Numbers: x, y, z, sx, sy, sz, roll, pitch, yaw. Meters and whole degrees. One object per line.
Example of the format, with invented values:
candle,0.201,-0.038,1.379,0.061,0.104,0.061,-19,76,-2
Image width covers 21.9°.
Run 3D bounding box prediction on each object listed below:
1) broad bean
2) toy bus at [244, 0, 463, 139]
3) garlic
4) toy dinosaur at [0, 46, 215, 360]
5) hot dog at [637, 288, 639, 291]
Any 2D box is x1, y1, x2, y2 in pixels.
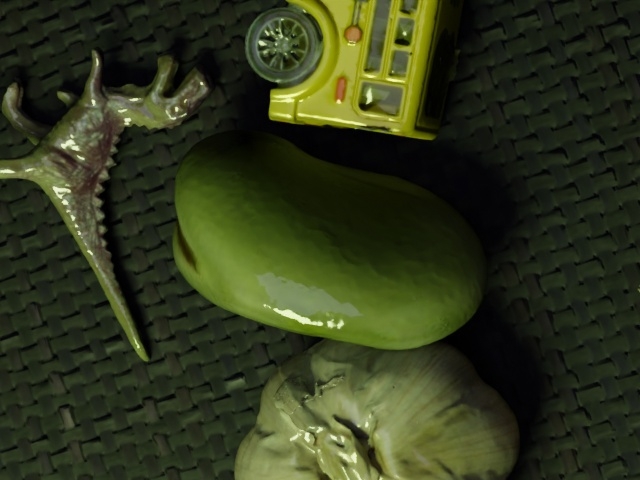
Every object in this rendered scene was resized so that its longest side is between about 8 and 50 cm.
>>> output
broad bean,0.000,0.000,1.283,0.263,0.189,0.121,14,128,19
toy bus,0.048,-0.246,1.281,0.152,0.144,0.330,11,95,15
garlic,0.039,0.175,1.284,0.228,0.152,0.227,1,93,10
toy dinosaur,-0.200,-0.050,1.393,0.200,0.072,0.251,19,86,5
hot dog,0.338,0.111,1.235,0.249,0.102,0.076,42,60,9
